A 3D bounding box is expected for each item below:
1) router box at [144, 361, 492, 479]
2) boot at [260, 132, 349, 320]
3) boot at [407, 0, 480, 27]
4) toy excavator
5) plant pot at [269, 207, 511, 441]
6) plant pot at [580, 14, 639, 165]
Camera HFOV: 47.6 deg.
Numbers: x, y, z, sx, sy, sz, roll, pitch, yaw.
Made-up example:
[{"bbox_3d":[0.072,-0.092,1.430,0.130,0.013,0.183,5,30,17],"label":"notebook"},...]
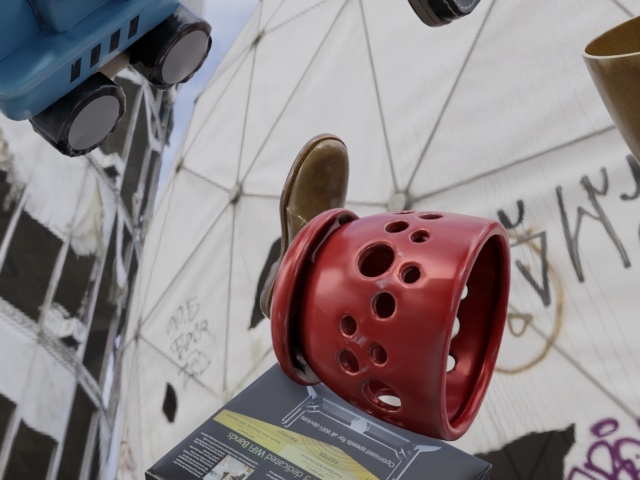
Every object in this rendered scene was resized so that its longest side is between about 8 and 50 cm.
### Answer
[{"bbox_3d":[0.000,0.282,0.816,0.309,0.243,0.081,21,-56,29],"label":"router box"},{"bbox_3d":[0.000,0.000,1.057,0.112,0.115,0.305,4,-73,-32],"label":"boot"},{"bbox_3d":[0.154,-0.239,0.428,0.179,0.236,0.085,9,-20,43],"label":"boot"},{"bbox_3d":[-0.333,-0.268,0.715,0.222,0.433,0.445,41,-21,12],"label":"toy excavator"},{"bbox_3d":[0.062,0.060,0.645,0.174,0.191,0.191,13,-37,26],"label":"plant pot"},{"bbox_3d":[0.487,-0.162,0.920,0.237,0.237,0.254,-19,-71,16],"label":"plant pot"}]
